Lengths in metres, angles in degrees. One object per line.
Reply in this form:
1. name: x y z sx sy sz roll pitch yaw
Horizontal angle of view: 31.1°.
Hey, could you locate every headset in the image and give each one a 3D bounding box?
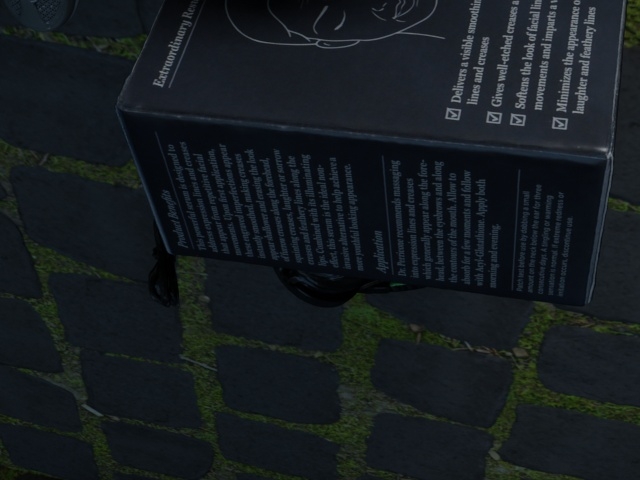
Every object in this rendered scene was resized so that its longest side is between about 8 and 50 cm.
1. headset: 0.000 0.000 1.348 0.394 0.185 0.243 1 144 1

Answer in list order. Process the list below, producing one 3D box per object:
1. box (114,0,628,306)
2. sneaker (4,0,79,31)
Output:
1. box: 0.064 -0.137 1.030 0.396 0.293 0.212 7 145 12
2. sneaker: -0.308 -0.298 1.103 0.105 0.115 0.281 8 145 11
